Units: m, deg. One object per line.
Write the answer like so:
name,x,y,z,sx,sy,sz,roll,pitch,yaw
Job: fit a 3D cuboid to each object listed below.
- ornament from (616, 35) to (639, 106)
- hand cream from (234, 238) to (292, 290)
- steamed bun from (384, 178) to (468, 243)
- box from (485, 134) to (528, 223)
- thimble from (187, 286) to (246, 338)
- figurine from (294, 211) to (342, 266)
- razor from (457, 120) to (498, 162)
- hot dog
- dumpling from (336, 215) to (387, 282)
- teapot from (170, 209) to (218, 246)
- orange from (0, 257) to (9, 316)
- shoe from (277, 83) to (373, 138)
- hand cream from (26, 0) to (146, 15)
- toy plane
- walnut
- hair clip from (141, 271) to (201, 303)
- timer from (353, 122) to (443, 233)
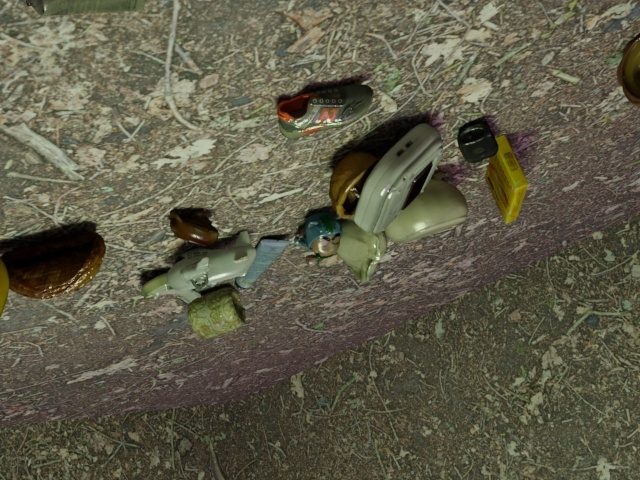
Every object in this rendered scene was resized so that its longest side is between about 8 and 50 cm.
ornament,0.797,-0.373,1.677,0.218,0.235,0.221,1,128,-38
hand cream,-0.176,0.064,2.167,0.091,0.058,0.271,6,147,-28
steamed bun,0.271,-0.087,2.024,0.232,0.145,0.232,-20,175,-2
box,0.495,-0.158,2.029,0.044,0.152,0.269,-20,161,2
thimble,-0.317,0.225,2.345,0.144,0.137,0.190,-20,172,4
figurine,-0.004,0.003,2.037,0.114,0.144,0.178,2,165,-25
razor,0.380,-0.239,1.846,0.090,0.054,0.148,-24,159,14
hot dog,-0.578,0.050,1.641,0.227,0.160,0.099,-9,122,-9
dumpling,0.115,0.019,2.097,0.147,0.192,0.258,-11,166,-17
teapot,-0.293,-0.035,1.762,0.129,0.078,0.098,20,179,-40
orange,-0.750,0.109,1.477,0.279,0.235,0.279,-17,169,-4
shoe,0.007,-0.255,1.439,0.195,0.074,0.077,-19,156,6
hand cream,-0.311,-0.325,1.022,0.165,0.037,0.057,-15,162,-33
toy plane,-0.284,0.061,1.973,0.245,0.117,0.244,-17,179,0
walnut,0.075,-0.145,1.757,0.167,0.087,0.211,-42,163,-12
hair clip,-0.403,0.124,2.091,0.159,0.071,0.218,-33,163,18
timer,0.182,-0.137,1.744,0.237,0.087,0.262,-43,165,-26
